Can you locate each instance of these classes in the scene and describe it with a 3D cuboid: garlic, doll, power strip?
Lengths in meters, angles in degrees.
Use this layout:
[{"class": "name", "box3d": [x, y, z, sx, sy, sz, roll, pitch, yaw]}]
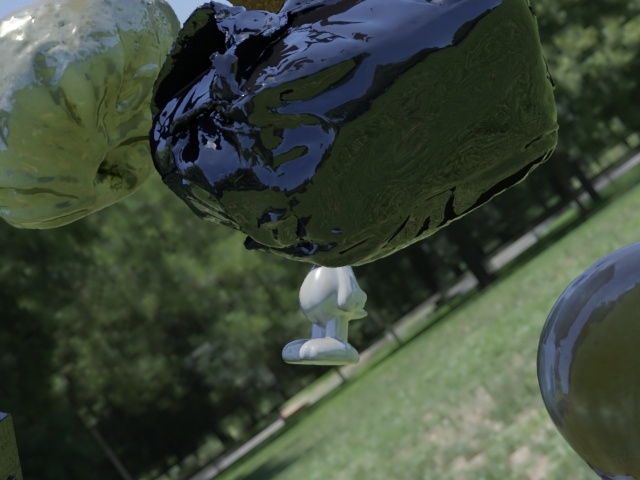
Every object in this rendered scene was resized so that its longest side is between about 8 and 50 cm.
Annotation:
[{"class": "garlic", "box3d": [0.352, 0.127, 1.556, 0.132, 0.279, 0.325, 169, 117, -78]}, {"class": "doll", "box3d": [-0.012, 0.008, 1.850, 0.144, 0.271, 0.208, 10, 6, -35]}, {"class": "power strip", "box3d": [-0.312, 0.220, 1.511, 0.029, 0.111, 0.038, 8, 28, 27]}]

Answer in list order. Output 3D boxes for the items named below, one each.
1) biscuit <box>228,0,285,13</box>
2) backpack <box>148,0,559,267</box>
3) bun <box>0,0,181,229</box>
[{"class": "biscuit", "box3d": [-0.080, -0.373, 2.100, 0.041, 0.212, 0.239, -42, -17, -30]}, {"class": "backpack", "box3d": [0.000, -0.130, 1.475, 0.363, 0.255, 0.445, -29, 13, -25]}, {"class": "bun", "box3d": [-0.314, -0.154, 1.993, 0.359, 0.211, 0.360, -29, -24, -15]}]
